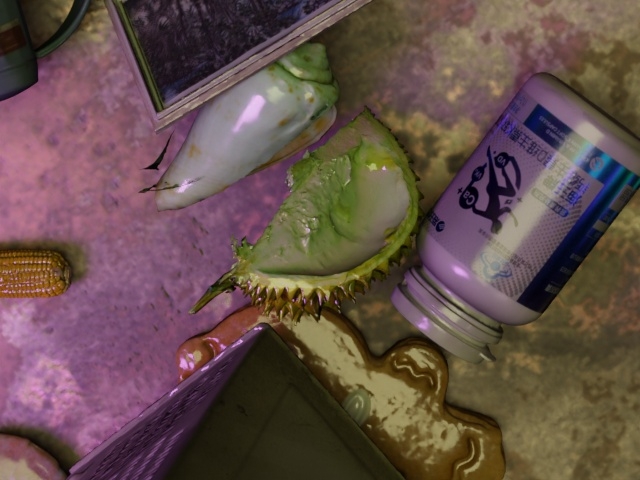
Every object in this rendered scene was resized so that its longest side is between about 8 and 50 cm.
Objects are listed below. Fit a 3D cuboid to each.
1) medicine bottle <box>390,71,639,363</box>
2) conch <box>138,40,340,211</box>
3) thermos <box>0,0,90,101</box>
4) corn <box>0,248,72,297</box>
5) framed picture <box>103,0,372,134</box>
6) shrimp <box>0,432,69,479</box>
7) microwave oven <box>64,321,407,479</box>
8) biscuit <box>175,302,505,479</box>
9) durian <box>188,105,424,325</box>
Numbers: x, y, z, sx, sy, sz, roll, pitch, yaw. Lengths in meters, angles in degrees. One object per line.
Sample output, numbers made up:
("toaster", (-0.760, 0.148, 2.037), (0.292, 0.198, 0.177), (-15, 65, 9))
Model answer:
("medicine bottle", (0.136, -0.013, 1.338), (0.107, 0.107, 0.191), (36, 99, -3))
("conch", (-0.049, -0.079, 1.354), (0.170, 0.106, 0.079), (-41, 63, 24))
("thermos", (-0.257, -0.234, 1.319), (0.182, 0.145, 0.286), (-23, 101, -27))
("corn", (-0.227, 0.024, 1.404), (0.092, 0.037, 0.037), (-1, 99, 7))
("framed picture", (-0.056, -0.169, 1.324), (0.183, 0.142, 0.011), (-31, 141, 8))
("shrimp", (-0.272, 0.240, 1.436), (0.219, 0.046, 0.152), (-30, 92, 5))
("microwave oven", (-0.031, 0.319, 1.273), (0.247, 0.333, 0.394), (-38, 98, 23))
("biscuit", (0.009, 0.135, 1.407), (0.249, 0.035, 0.184), (36, 99, -2))
("durian", (0.000, 0.000, 1.327), (0.100, 0.086, 0.215), (42, 57, -5))
